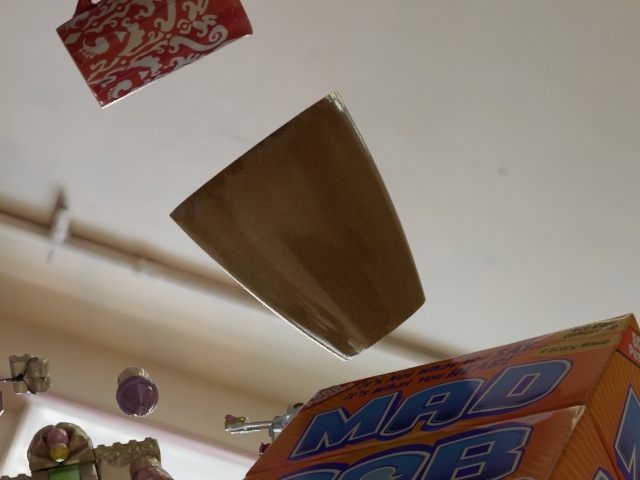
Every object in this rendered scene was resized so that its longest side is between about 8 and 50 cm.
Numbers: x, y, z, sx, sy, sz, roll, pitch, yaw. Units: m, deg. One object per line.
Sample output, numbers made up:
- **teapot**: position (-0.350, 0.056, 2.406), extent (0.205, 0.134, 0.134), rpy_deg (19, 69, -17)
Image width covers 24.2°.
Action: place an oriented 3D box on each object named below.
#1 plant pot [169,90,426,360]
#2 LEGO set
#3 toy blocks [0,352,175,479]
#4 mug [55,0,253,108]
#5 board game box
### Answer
- **plant pot**: position (0.000, 0.000, 1.696), extent (0.237, 0.254, 0.237), rpy_deg (-38, -178, 1)
- **LEGO set**: position (-0.046, 0.261, 1.714), extent (0.287, 0.107, 0.132), rpy_deg (82, 3, -57)
- **toy blocks**: position (-0.302, 0.320, 1.796), extent (0.260, 0.289, 0.309), rpy_deg (-125, -149, -66)
- **mug**: position (-0.176, -0.224, 1.490), extent (0.169, 0.150, 0.113), rpy_deg (-32, 152, -5)
- **board game box**: position (0.144, 0.331, 1.341), extent (0.356, 0.357, 0.356), rpy_deg (65, 32, -13)
